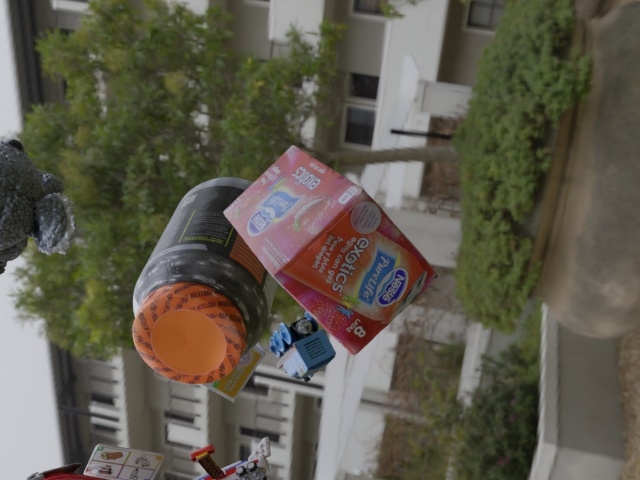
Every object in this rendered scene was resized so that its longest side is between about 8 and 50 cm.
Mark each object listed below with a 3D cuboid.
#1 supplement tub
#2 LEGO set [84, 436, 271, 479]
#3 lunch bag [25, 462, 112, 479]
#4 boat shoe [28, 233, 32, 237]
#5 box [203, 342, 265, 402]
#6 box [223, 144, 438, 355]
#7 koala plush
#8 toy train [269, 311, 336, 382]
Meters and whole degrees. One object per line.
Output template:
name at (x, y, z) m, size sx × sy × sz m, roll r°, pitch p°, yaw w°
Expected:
supplement tub at (-0.171, 0.058, 1.329) m, size 0.338 × 0.207 × 0.207 m, roll -76°, pitch -8°, yaw -59°
LEGO set at (-0.168, 0.299, 0.972) m, size 0.183 × 0.244 × 0.060 m, roll -61°, pitch 27°, yaw 27°
lunch bag at (-0.171, 0.317, 0.578) m, size 0.120 × 0.258 × 0.293 m, roll -39°, pitch 33°, yaw 55°
boat shoe at (-0.541, -0.106, 1.416) m, size 0.122 × 0.324 × 0.120 m, roll -12°, pitch -63°, yaw -41°
box at (-0.193, 0.212, 1.614) m, size 0.114 × 0.103 × 0.203 m, roll -57°, pitch 16°, yaw 0°
box at (0.000, 0.000, 0.903) m, size 0.122 × 0.128 × 0.257 m, roll -44°, pitch 24°, yaw -1°
koala plush at (-0.369, -0.036, 0.912) m, size 0.196 × 0.221 × 0.203 m, roll 33°, pitch -116°, yaw -34°
toy train at (-0.037, 0.200, 1.523) m, size 0.105 × 0.080 × 0.184 m, roll 62°, pitch 157°, yaw 13°
